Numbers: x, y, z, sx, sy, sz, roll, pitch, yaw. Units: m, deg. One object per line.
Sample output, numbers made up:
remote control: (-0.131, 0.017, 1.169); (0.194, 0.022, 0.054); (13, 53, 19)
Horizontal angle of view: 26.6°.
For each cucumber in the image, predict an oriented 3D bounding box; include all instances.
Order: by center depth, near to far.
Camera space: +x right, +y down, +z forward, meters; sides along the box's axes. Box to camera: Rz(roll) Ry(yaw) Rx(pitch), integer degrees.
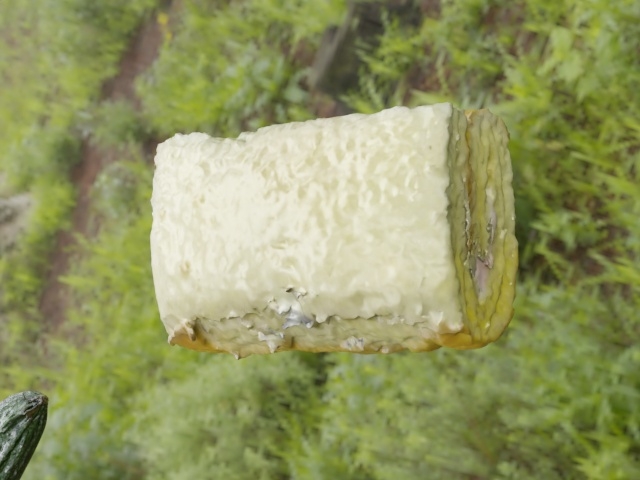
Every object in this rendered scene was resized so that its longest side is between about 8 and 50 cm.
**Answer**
cucumber: (-0.383, 0.274, 1.512); (0.265, 0.077, 0.077); (-63, 19, 11)

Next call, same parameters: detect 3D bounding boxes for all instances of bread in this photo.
bread: (0.000, 0.000, 1.333); (0.375, 0.165, 0.237); (-3, 87, 36)
